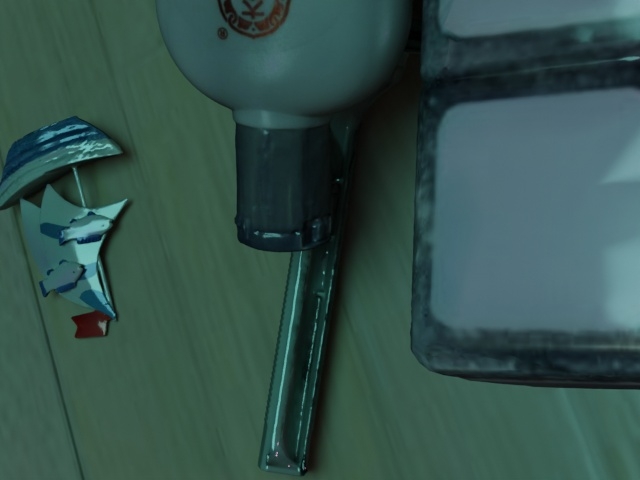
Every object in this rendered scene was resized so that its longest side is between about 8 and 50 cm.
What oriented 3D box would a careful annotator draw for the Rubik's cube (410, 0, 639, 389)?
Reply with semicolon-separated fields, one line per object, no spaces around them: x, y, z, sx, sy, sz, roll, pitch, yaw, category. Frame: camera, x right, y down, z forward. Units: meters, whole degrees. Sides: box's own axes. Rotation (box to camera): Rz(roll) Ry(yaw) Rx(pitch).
0.231;-0.085;0.466;0.303;0.305;0.301;-1;81;33;Rubik's cube

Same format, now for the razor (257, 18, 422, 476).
-0.001;0.001;0.735;0.111;0.056;0.278;10;93;-6;razor

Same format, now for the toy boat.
-0.178;-0.011;0.848;0.105;0.034;0.149;4;97;26;toy boat

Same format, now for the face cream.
-0.022;-0.139;0.634;0.143;0.071;0.291;9;111;20;face cream
